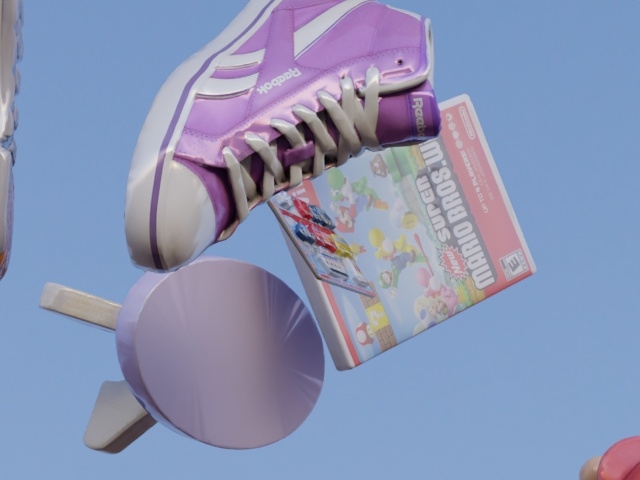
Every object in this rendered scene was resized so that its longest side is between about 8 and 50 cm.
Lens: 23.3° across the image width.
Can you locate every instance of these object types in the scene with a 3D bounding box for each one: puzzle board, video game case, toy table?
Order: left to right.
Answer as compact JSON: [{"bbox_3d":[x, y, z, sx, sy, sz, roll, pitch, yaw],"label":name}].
[{"bbox_3d":[-0.136,0.096,1.514,0.161,0.252,0.274,10,-24,41],"label":"toy table"},{"bbox_3d":[0.000,0.000,1.288,0.011,0.096,0.128,-39,-21,13],"label":"puzzle board"},{"bbox_3d":[0.085,-0.015,1.538,0.285,0.204,0.025,-24,3,-40],"label":"video game case"}]

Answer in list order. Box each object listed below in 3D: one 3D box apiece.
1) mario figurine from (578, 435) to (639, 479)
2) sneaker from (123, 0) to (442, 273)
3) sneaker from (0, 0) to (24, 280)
[{"bbox_3d":[0.256,0.269,1.416,0.170,0.198,0.320,20,-38,0],"label":"mario figurine"},{"bbox_3d":[-0.010,-0.077,1.028,0.161,0.282,0.102,14,-41,21],"label":"sneaker"},{"bbox_3d":[-0.295,-0.129,1.053,0.180,0.321,0.124,2,-18,-8],"label":"sneaker"}]
